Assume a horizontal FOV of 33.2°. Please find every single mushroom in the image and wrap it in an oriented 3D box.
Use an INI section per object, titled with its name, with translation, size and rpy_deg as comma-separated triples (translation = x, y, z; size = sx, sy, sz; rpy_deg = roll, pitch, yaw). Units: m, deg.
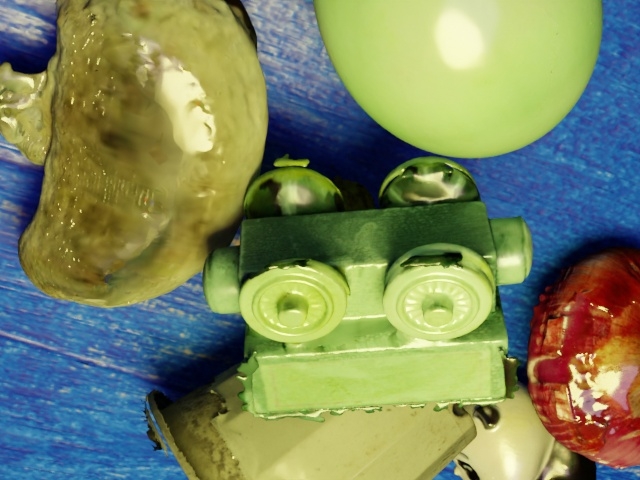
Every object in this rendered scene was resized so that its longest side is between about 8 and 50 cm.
[mushroom]
translation = -0.164, -0.074, 0.923
size = 0.247, 0.130, 0.344
rpy_deg = 14, 117, -26

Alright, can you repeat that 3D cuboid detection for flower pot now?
[flower pot]
translation = -0.002, 0.195, 1.069
size = 0.259, 0.290, 0.290
rpy_deg = -38, 123, -6

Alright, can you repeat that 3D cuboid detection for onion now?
[onion]
translation = 0.329, 0.124, 1.109
size = 0.230, 0.163, 0.230
rpy_deg = -5, 98, -35

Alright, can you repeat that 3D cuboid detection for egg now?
[egg]
translation = 0.107, -0.191, 0.860
size = 0.220, 0.220, 0.270
rpy_deg = -34, 118, 9

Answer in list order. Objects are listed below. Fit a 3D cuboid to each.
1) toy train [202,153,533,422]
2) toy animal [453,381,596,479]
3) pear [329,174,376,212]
[toy train]
translation = 0.041, 0.043, 0.904
size = 0.271, 0.159, 0.188
rpy_deg = -5, 131, 4
[toy animal]
translation = 0.215, 0.232, 1.199
size = 0.179, 0.166, 0.138
rpy_deg = 32, 95, -15
[pear]
translation = 0.000, 0.000, 1.025
size = 0.107, 0.107, 0.131
rpy_deg = 10, 100, -19
